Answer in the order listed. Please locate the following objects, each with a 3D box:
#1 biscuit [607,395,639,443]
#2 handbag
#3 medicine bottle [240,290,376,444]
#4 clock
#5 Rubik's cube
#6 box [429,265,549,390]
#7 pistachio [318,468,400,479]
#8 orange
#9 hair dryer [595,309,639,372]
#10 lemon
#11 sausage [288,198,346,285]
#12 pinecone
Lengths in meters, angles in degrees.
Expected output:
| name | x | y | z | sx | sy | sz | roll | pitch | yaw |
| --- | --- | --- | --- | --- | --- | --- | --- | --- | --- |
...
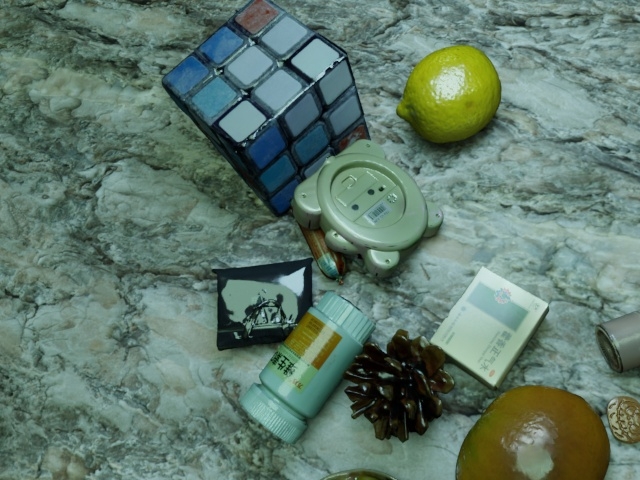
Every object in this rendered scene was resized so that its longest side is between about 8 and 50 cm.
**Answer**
| name | x | y | z | sx | sy | sz | roll | pitch | yaw |
| --- | --- | --- | --- | --- | --- | --- | --- | --- | --- |
| biscuit | 0.618 | 0.358 | 1.166 | 0.078 | 0.015 | 0.091 | -10 | 65 | 12 |
| handbag | -0.133 | 0.156 | 1.417 | 0.254 | 0.089 | 0.211 | -6 | 74 | -1 |
| medicine bottle | -0.022 | 0.276 | 1.301 | 0.158 | 0.158 | 0.318 | 34 | 81 | 26 |
| clock | 0.117 | -0.078 | 1.414 | 0.284 | 0.114 | 0.309 | -39 | 72 | -24 |
| Rubik's cube | -0.127 | -0.334 | 1.497 | 0.362 | 0.359 | 0.363 | -45 | 61 | -4 |
| box | 0.366 | 0.192 | 1.267 | 0.168 | 0.095 | 0.212 | 33 | 80 | 23 |
| pistachio | 0.071 | 0.542 | 1.179 | 0.237 | 0.153 | 0.138 | -14 | 24 | 7 |
| orange | 0.412 | 0.445 | 1.148 | 0.274 | 0.274 | 0.310 | 41 | 114 | 26 |
| hair dryer | 0.706 | 0.295 | 1.138 | 0.189 | 0.107 | 0.344 | -21 | 72 | 4 |
| lemon | 0.318 | -0.356 | 1.446 | 0.253 | 0.228 | 0.228 | -36 | 62 | 4 |
| sausage | 0.000 | 0.000 | 1.466 | 0.083 | 0.083 | 0.264 | -27 | 64 | 3 |
| pinecone | 0.155 | 0.308 | 1.219 | 0.202 | 0.201 | 0.229 | 3 | 92 | 60 |
